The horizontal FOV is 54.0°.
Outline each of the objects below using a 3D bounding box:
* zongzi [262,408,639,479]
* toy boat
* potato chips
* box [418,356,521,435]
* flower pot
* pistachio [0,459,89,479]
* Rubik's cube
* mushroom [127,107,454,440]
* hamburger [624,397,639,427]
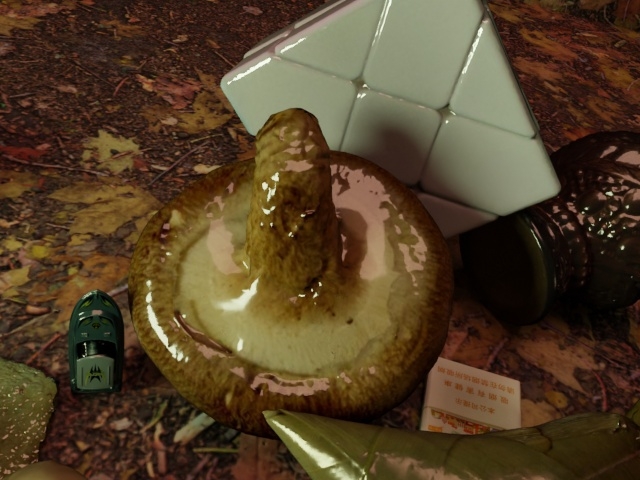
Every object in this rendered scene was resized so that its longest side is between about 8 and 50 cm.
[{"bbox_3d":[0.138,0.198,0.598,0.274,0.145,0.300,-35,71,-25],"label":"zongzi"},{"bbox_3d":[-0.233,0.105,0.654,0.055,0.141,0.060,2,33,-17],"label":"toy boat"},{"bbox_3d":[-0.323,0.182,0.626,0.209,0.026,0.142,38,47,27],"label":"potato chips"},{"bbox_3d":[0.171,0.237,0.723,0.122,0.032,0.220,17,40,3],"label":"box"},{"bbox_3d":[0.365,-0.008,0.919,0.267,0.267,0.266,-18,49,-22],"label":"flower pot"},{"bbox_3d":[-0.202,0.272,0.483,0.152,0.126,0.223,26,20,-54],"label":"pistachio"},{"bbox_3d":[0.107,-0.193,0.870,0.318,0.322,0.316,-23,24,21],"label":"Rubik's cube"},{"bbox_3d":[-0.025,0.053,0.697,0.345,0.345,0.239,33,12,20],"label":"mushroom"},{"bbox_3d":[0.498,0.206,0.738,0.308,0.211,0.132,-2,47,-24],"label":"hamburger"}]
